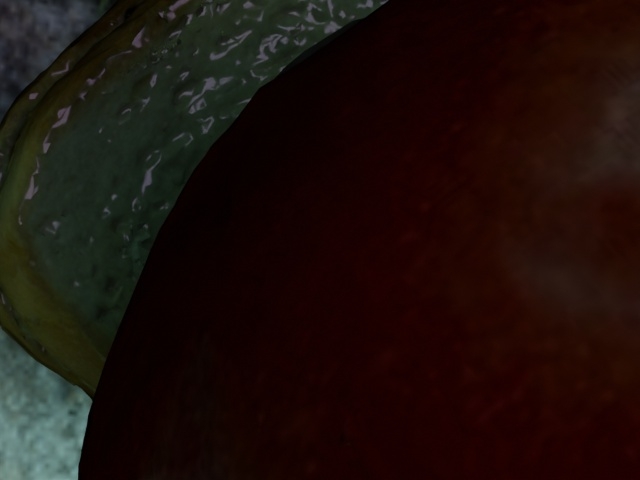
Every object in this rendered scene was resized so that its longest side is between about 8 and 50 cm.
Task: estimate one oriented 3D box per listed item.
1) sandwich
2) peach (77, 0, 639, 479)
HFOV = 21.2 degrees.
[{"bbox_3d":[0.001,0.000,0.741,0.273,0.095,0.249,46,75,-16],"label":"sandwich"},{"bbox_3d":[0.085,0.069,0.550,0.335,0.406,0.310,-25,70,-9],"label":"peach"}]
